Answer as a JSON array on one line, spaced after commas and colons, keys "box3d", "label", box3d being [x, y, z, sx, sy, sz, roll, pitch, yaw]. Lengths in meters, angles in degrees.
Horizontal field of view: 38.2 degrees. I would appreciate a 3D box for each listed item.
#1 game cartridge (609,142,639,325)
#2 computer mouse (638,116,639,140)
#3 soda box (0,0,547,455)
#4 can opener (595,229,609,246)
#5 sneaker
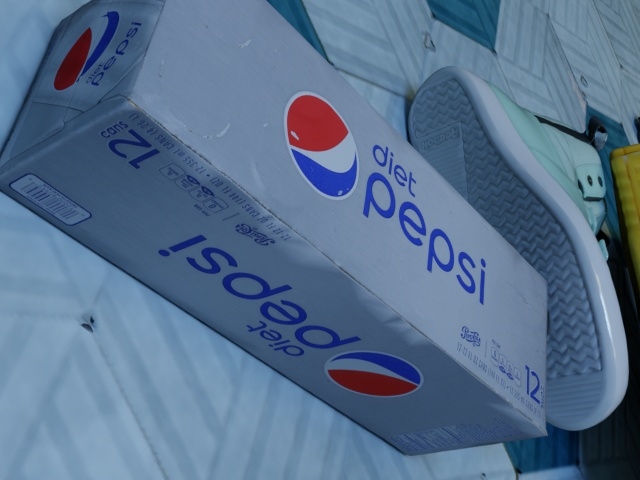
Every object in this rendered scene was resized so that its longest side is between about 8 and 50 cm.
[{"box3d": [0.283, 0.109, 0.723, 0.285, 0.052, 0.324, 38, 40, -65], "label": "game cartridge"}, {"box3d": [0.400, -0.017, 0.992, 0.188, 0.072, 0.272, 55, 38, -21], "label": "computer mouse"}, {"box3d": [0.000, 0.000, 0.437, 0.286, 0.091, 0.098, 38, 47, -35], "label": "soda box"}, {"box3d": [0.164, 0.034, 0.681, 0.186, 0.073, 0.059, -47, 150, -49], "label": "can opener"}, {"box3d": [0.162, 0.001, 0.601, 0.151, 0.094, 0.256, 12, 49, -38], "label": "sneaker"}]
